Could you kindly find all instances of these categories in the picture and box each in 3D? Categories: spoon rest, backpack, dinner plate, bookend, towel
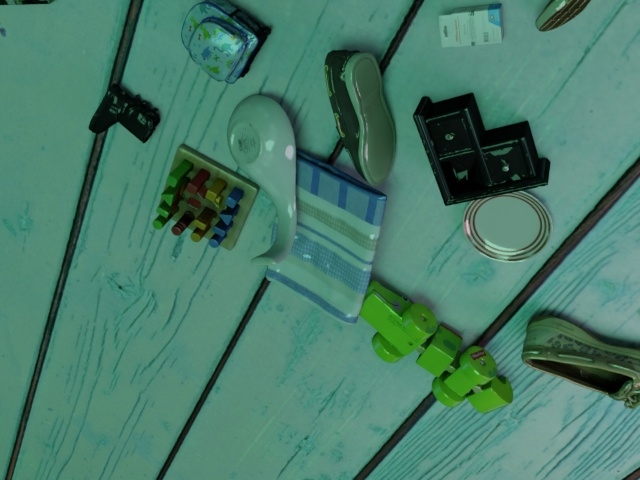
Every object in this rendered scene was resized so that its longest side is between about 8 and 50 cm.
[{"bbox_3d":[-0.089,-0.101,1.210,0.137,0.084,0.276,1,101,38],"label":"spoon rest"},{"bbox_3d":[-0.154,-0.307,1.112,0.114,0.084,0.105,37,126,-3],"label":"backpack"},{"bbox_3d":[0.299,-0.025,1.172,0.141,0.017,0.141,10,125,15],"label":"dinner plate"},{"bbox_3d":[0.239,-0.147,1.076,0.157,0.072,0.156,-10,118,27],"label":"bookend"},{"bbox_3d":[0.000,0.000,1.260,0.209,0.034,0.285,29,130,23],"label":"towel"}]

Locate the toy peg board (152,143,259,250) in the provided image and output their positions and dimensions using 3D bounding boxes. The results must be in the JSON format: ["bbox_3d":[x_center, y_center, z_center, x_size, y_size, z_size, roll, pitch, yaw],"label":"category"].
[{"bbox_3d":[-0.217,-0.059,1.313,0.161,0.079,0.161,29,129,1],"label":"toy peg board"}]

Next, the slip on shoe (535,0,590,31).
[{"bbox_3d":[0.327,-0.327,0.940,0.135,0.051,0.041,-47,59,46],"label":"slip on shoe"}]

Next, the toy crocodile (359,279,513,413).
[{"bbox_3d":[0.206,0.192,1.316,0.340,0.105,0.115,37,129,0],"label":"toy crocodile"}]

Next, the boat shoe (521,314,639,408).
[{"bbox_3d":[0.472,0.225,1.219,0.285,0.089,0.104,22,143,10],"label":"boat shoe"}]

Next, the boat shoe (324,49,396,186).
[{"bbox_3d":[0.060,-0.187,1.120,0.069,0.081,0.227,23,141,38],"label":"boat shoe"}]

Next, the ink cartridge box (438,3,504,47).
[{"bbox_3d":[0.209,-0.297,1.012,0.083,0.028,0.048,1,123,21],"label":"ink cartridge box"}]

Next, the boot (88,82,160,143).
[{"bbox_3d":[-0.343,-0.208,1.283,0.099,0.045,0.121,36,128,-9],"label":"boot"}]

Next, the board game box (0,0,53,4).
[{"bbox_3d":[-0.516,-0.505,1.154,0.136,0.030,0.259,7,125,20],"label":"board game box"}]

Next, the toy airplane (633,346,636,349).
[{"bbox_3d":[0.586,0.169,1.185,0.151,0.028,0.151,10,128,14],"label":"toy airplane"}]
